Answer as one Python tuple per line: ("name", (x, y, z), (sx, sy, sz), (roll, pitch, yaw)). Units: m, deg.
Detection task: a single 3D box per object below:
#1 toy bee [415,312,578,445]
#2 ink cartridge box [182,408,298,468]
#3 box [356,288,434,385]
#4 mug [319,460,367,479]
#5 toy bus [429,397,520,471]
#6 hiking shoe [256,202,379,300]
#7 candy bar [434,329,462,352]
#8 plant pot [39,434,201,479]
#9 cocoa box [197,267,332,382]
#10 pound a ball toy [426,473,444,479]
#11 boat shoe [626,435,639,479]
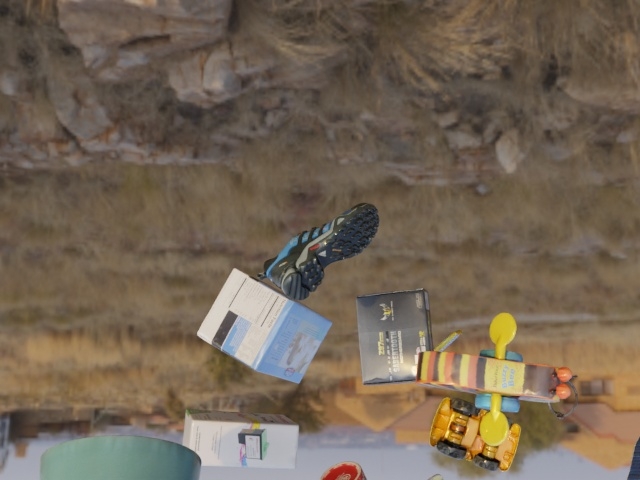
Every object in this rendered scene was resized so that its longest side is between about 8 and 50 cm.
("toy bee", (0.311, 0.210, 1.226), (0.298, 0.195, 0.162), (-10, 171, -19))
("ink cartridge box", (-0.212, 0.518, 2.037), (0.278, 0.117, 0.201), (7, 174, -14))
("box", (0.191, 0.248, 1.983), (0.183, 0.233, 0.059), (-8, 166, 20))
("mug", (0.066, 0.551, 1.561), (0.113, 0.169, 0.150), (-16, -163, 16))
("toy bus", (0.413, 0.520, 2.099), (0.220, 0.150, 0.211), (18, 173, 12))
("hiking shoe", (0.000, 0.000, 1.751), (0.132, 0.304, 0.113), (28, 147, 43))
("candy bar", (0.346, 0.309, 2.236), (0.161, 0.018, 0.040), (-46, 157, 23))
("plant pot", (-0.360, 0.510, 1.382), (0.292, 0.235, 0.293), (-3, 147, -2))
("cocoa box", (-0.156, 0.264, 2.333), (0.228, 0.231, 0.347), (27, 175, 25))
("pound a ball toy", (0.233, 0.697, 1.771), (0.319, 0.136, 0.208), (-28, -164, -25))
("boat shoe", (0.716, 0.489, 1.686), (0.066, 0.183, 0.066), (33, 162, -11))
